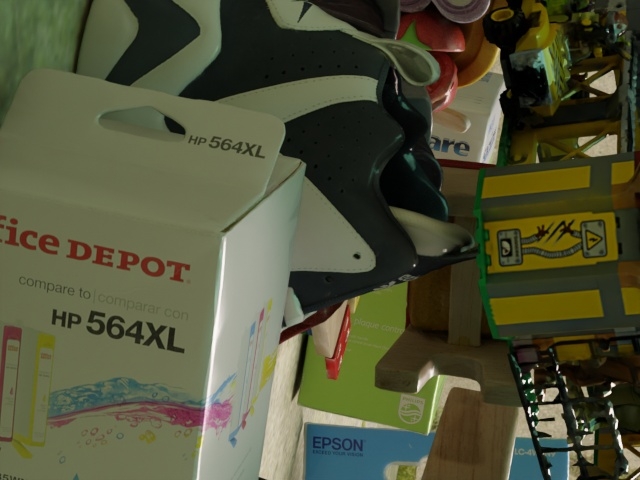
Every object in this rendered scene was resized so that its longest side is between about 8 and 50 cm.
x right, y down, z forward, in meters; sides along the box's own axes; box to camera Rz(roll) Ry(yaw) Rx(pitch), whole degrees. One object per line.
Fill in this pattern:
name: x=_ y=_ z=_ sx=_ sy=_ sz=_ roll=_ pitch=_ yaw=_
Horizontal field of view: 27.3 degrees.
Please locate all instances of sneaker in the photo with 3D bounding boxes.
sneaker: x=-0.017 y=0.022 z=0.491 sx=0.094 sy=0.153 sz=0.235 roll=-24 pitch=125 yaw=-77

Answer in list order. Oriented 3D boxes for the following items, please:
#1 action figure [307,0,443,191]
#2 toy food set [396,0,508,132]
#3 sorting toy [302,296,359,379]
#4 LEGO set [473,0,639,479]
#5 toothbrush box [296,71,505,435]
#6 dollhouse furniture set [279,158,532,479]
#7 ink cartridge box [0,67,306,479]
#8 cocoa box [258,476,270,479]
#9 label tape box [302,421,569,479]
action figure: x=0.009 y=-0.136 z=0.647 sx=0.285 sy=0.099 sz=0.185 roll=-85 pitch=174 yaw=-54
toy food set: x=0.047 y=-0.139 z=0.836 sx=0.071 sy=0.128 sz=0.218 roll=-46 pitch=159 yaw=-32
sorting toy: x=0.000 y=0.000 z=0.923 sx=0.274 sy=0.046 sz=0.132 roll=80 pitch=23 yaw=-67
LEGO set: x=0.191 y=0.034 z=0.541 sx=0.255 sy=0.192 sz=0.331 roll=-66 pitch=146 yaw=-56
toothbrush box: x=0.076 y=-0.005 z=1.159 sx=0.206 sy=0.122 sz=0.283 roll=-53 pitch=155 yaw=-70
dollhouse furniture set: x=0.014 y=0.128 z=0.742 sx=0.152 sy=0.201 sz=0.374 roll=-55 pitch=149 yaw=-68
ink cartridge box: x=-0.065 y=0.026 z=0.398 sx=0.090 sy=0.092 sz=0.143 roll=-52 pitch=151 yaw=-69
cocoa box: x=-0.029 y=0.286 z=0.533 sx=0.347 sy=0.228 sz=0.231 roll=-58 pitch=158 yaw=-66
label tape box: x=0.113 y=0.336 z=1.246 sx=0.115 sy=0.249 sz=0.348 roll=-26 pitch=116 yaw=-75
